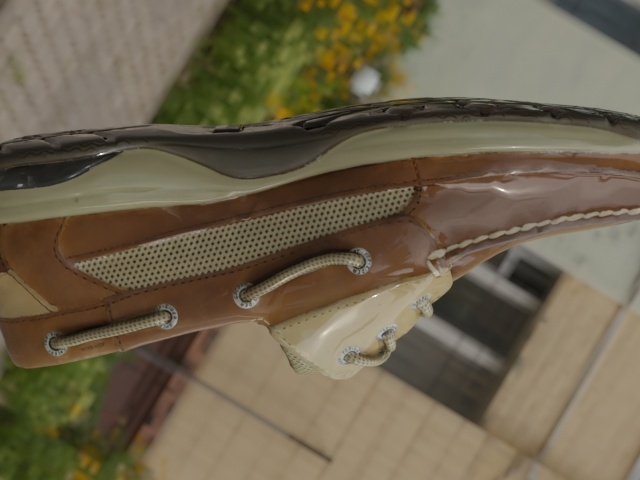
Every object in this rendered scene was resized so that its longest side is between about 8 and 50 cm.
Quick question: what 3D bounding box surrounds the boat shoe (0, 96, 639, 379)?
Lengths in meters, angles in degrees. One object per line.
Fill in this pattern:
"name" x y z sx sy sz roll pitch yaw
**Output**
"boat shoe" 0.000 0.000 0.837 0.122 0.324 0.120 -54 140 -81
